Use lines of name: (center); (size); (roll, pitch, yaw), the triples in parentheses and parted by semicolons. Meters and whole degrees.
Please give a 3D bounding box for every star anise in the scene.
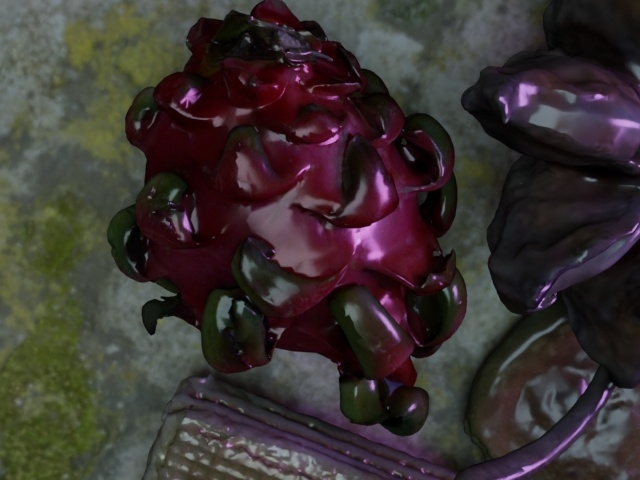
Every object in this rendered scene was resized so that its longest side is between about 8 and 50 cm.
star anise: (0.172, -0.048, 0.558); (0.359, 0.139, 0.315); (-34, 119, -19)

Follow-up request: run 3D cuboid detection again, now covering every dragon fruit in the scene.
dragon fruit: (0.002, -0.006, 0.565); (0.273, 0.218, 0.198); (32, 137, -14)

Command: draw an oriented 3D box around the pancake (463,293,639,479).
pancake: (0.217, 0.146, 0.678); (0.223, 0.042, 0.236); (-3, 102, 0)

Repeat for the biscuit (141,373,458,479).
biscuit: (0.076, 0.228, 0.651); (0.426, 0.078, 0.144); (20, 111, -3)
